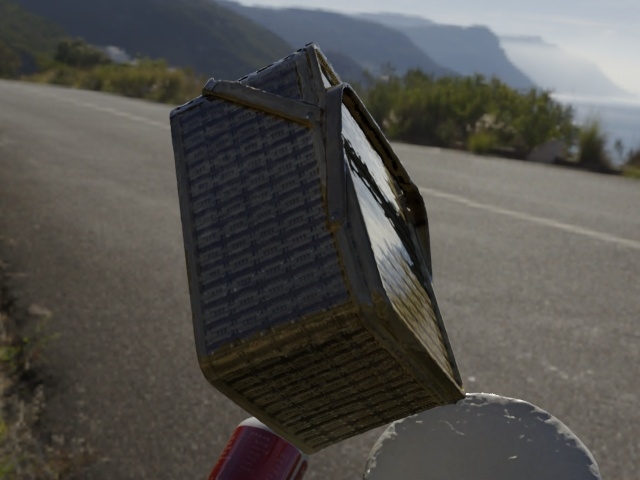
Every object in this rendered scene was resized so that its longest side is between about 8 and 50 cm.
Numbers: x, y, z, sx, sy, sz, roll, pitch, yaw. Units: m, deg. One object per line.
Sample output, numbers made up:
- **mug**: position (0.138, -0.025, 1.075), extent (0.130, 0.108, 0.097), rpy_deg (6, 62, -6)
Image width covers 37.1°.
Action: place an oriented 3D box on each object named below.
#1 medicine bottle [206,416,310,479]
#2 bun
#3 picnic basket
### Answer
- **medicine bottle**: position (-0.101, 0.366, 1.459), extent (0.131, 0.131, 0.250), rpy_deg (11, 53, 26)
- **bun**: position (0.175, 0.316, 1.047), extent (0.263, 0.175, 0.263), rpy_deg (-1, 45, 1)
- **picnic basket**: position (0.000, 0.000, 0.870), extent (0.175, 0.312, 0.228), rpy_deg (-23, -37, 14)
